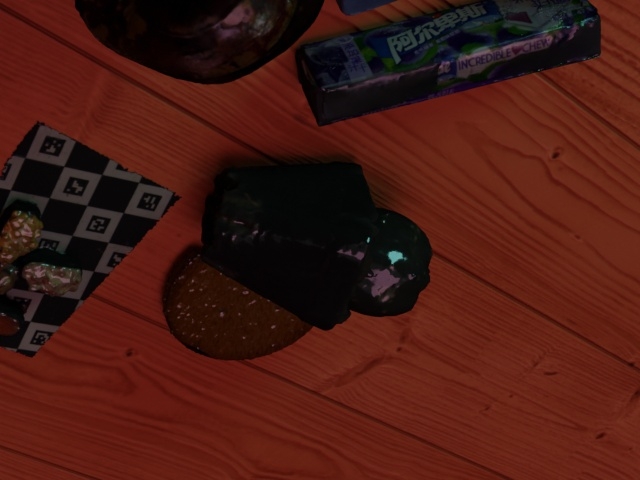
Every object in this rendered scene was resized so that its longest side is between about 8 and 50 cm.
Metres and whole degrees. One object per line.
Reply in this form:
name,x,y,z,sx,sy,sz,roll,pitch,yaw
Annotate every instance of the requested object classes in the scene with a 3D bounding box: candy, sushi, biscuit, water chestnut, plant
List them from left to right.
sushi,-0.300,0.023,1.509,0.192,0.043,0.279,28,116,-38
water chestnut,-0.106,-0.242,1.222,0.223,0.224,0.238,-36,164,12
biscuit,-0.110,0.083,1.654,0.126,0.025,0.206,-41,131,16
plant,0.000,0.000,1.534,0.256,0.164,0.142,16,123,-19
candy,0.132,-0.194,1.455,0.312,0.088,0.061,-16,135,-8

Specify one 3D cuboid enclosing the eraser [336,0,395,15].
eraser,0.047,-0.304,1.324,0.082,0.036,0.225,-23,149,-11
